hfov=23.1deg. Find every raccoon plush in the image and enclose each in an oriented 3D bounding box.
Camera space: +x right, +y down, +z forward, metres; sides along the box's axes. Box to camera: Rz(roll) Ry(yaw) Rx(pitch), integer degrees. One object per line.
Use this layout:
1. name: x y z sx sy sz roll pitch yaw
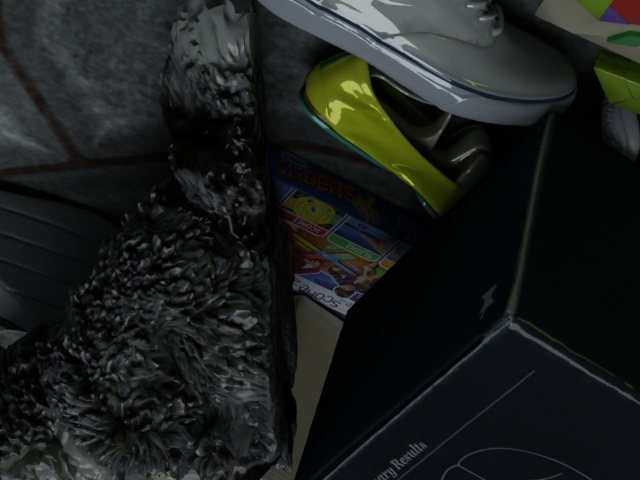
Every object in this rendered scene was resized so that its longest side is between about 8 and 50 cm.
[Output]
1. raccoon plush: -0.178 0.022 1.238 0.299 0.216 0.447 -2 101 5

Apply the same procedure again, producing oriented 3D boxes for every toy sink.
1. toy sink: -0.062 0.182 1.420 0.131 0.234 0.152 35 153 -32

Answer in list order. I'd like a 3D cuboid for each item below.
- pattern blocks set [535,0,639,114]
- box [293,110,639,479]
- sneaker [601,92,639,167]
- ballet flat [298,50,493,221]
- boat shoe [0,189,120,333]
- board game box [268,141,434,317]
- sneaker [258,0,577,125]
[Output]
1. pattern blocks set: 0.232 -0.144 0.959 0.324 0.026 0.285 18 158 11
2. box: 0.229 0.148 1.164 0.395 0.212 0.293 31 136 -13
3. sneaker: 0.321 -0.029 1.175 0.153 0.101 0.268 -10 137 30
4. ballet flat: 0.085 -0.072 1.210 0.077 0.077 0.231 -38 122 26
5. boat shoe: -0.285 0.021 1.407 0.335 0.121 0.119 26 153 -7
6. board game box: 0.000 0.000 1.353 0.201 0.035 0.136 26 141 -20
7. sneaker: 0.078 -0.159 1.072 0.258 0.094 0.091 20 135 -20
